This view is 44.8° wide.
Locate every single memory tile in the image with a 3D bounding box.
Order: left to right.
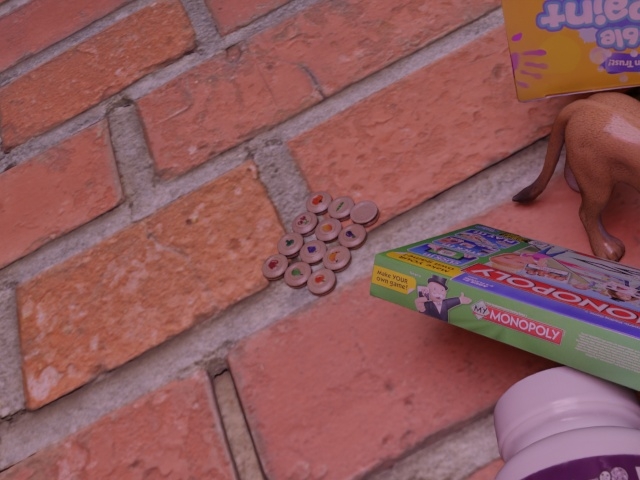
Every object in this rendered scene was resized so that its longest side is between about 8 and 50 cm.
[{"bbox_3d":[0.000,0.000,0.991,0.113,0.012,0.148,17,62,34],"label":"memory tile"}]

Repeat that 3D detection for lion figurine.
[{"bbox_3d":[0.348,-0.067,0.732,0.392,0.240,0.142,15,61,33],"label":"lion figurine"}]

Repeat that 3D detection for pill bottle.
[{"bbox_3d":[0.217,0.249,0.578,0.169,0.169,0.301,-16,41,12],"label":"pill bottle"}]

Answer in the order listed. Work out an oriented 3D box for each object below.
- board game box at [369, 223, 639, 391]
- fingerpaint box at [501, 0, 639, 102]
[{"bbox_3d":[0.236,0.057,0.728,0.317,0.046,0.213,18,19,34],"label":"board game box"},{"bbox_3d":[0.455,-0.308,0.815,0.445,0.163,0.371,-1,30,31],"label":"fingerpaint box"}]
